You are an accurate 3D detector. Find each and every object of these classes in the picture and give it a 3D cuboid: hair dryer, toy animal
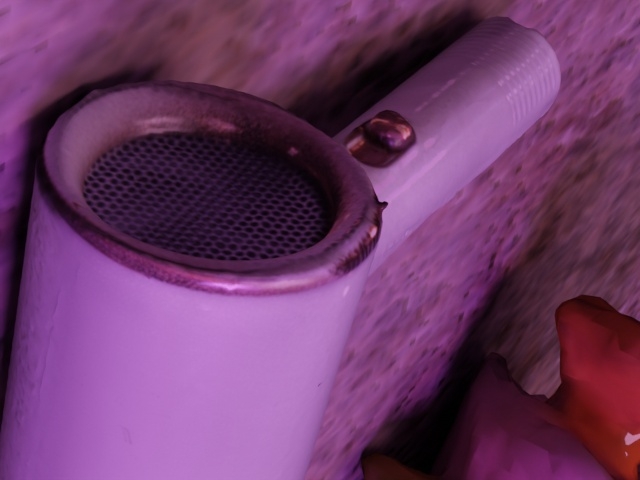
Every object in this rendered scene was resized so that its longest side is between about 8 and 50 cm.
[{"bbox_3d":[0.000,0.000,0.506,0.236,0.073,0.131,-47,156,-52],"label":"hair dryer"},{"bbox_3d":[0.069,0.166,0.714,0.281,0.195,0.169,-62,-162,-7],"label":"toy animal"}]
